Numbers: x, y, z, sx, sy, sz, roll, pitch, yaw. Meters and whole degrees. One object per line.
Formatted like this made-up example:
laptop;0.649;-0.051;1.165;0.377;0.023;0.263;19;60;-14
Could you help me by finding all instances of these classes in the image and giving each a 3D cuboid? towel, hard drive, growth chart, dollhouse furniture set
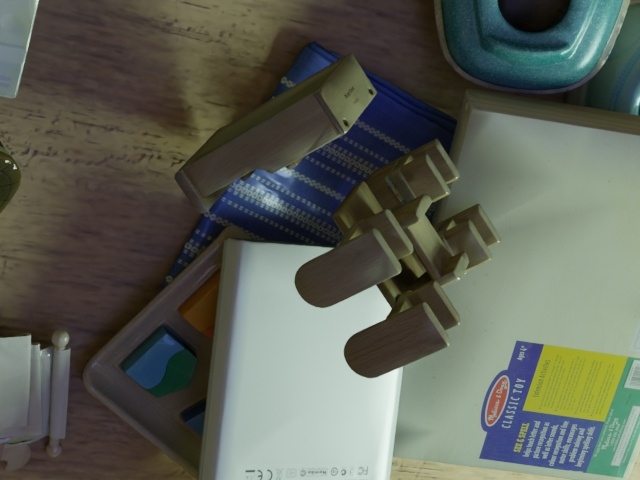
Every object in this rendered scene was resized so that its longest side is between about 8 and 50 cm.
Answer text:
towel;0.000;0.000;1.486;0.243;0.040;0.336;27;97;-30
hard drive;-0.015;0.157;1.444;0.203;0.040;0.307;4;94;-34
growth chart;-0.336;0.144;1.374;0.237;0.021;0.172;3;124;-26
dollhouse furniture set;0.016;-0.014;1.348;0.161;0.212;0.242;-27;104;28

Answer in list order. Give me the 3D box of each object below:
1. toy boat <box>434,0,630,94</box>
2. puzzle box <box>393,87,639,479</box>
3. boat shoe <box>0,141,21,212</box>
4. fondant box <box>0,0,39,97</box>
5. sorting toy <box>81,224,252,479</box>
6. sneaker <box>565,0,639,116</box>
toy boat;0.263;-0.260;1.392;0.318;0.148;0.267;3;107;3
puzzle box;0.228;0.059;1.515;0.272;0.052;0.409;9;120;-8
boat shoe;-0.343;-0.013;1.298;0.223;0.073;0.080;-43;139;18
fondant box;-0.324;-0.296;1.181;0.238;0.096;0.330;8;105;-28
sorting toy;-0.093;0.116;1.457;0.208;0.038;0.193;-46;120;0
sneaker;0.320;-0.058;1.549;0.135;0.150;0.366;-12;114;-20
